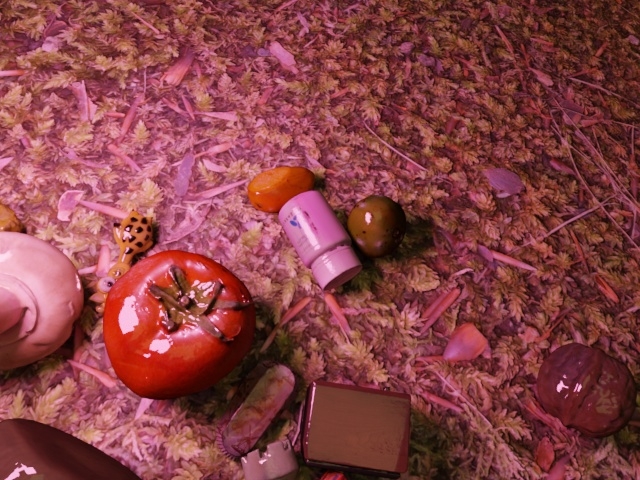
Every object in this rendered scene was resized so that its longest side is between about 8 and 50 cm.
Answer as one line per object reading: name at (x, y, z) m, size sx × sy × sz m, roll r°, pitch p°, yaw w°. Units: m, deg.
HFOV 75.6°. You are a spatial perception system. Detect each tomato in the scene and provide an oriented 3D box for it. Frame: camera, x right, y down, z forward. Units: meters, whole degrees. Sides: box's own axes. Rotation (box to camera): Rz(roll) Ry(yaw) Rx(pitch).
tomato at (-0.322, 0.194, 0.967) m, size 0.340 × 0.273 × 0.342 m, roll 9°, pitch 54°, yaw -13°

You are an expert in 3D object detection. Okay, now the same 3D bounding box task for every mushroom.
mushroom at (-0.736, 0.132, 0.916) m, size 0.314 × 0.356 × 0.316 m, roll -6°, pitch 76°, yaw 25°

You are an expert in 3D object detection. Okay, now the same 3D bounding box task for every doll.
doll at (-0.521, 0.054, 1.101) m, size 0.117 × 0.086 × 0.291 m, roll 23°, pitch 63°, yaw -29°

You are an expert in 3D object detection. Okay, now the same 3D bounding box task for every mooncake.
mooncake at (-0.500, 0.496, 0.761) m, size 0.356 × 0.356 × 0.194 m, roll 27°, pitch 64°, yaw 6°

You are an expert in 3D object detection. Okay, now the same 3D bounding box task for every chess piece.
chess piece at (-0.072, 0.593, 0.868) m, size 0.194 × 0.195 × 0.299 m, roll -16°, pitch 60°, yaw -13°

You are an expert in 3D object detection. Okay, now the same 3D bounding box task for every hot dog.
hot dog at (-0.153, 0.405, 0.999) m, size 0.131 × 0.069 × 0.253 m, roll 38°, pitch 70°, yaw 1°

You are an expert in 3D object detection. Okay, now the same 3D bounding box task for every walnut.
walnut at (0.659, 0.374, 1.034) m, size 0.223 × 0.224 × 0.225 m, roll 2°, pitch 66°, yaw -5°

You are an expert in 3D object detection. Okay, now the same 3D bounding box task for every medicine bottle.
medicine bottle at (0.000, 0.000, 1.148) m, size 0.151 × 0.152 × 0.255 m, roll -24°, pitch 71°, yaw -16°

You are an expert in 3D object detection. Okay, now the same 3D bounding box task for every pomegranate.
pomegranate at (0.142, -0.051, 1.190) m, size 0.180 × 0.180 × 0.209 m, roll -40°, pitch 45°, yaw -20°

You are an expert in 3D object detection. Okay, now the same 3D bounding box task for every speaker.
speaker at (0.076, 0.431, 0.962) m, size 0.230 × 0.153 × 0.193 m, roll 9°, pitch 66°, yaw -2°

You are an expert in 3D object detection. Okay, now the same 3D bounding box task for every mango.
mango at (-0.111, -0.155, 1.235) m, size 0.217 × 0.102 × 0.141 m, roll -28°, pitch 48°, yaw -20°

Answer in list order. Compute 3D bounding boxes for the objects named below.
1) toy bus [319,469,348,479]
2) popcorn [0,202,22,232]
toy bus at (0.069, 0.594, 0.902) m, size 0.192 × 0.077 × 0.065 m, roll 53°, pitch 52°, yaw -5°
popcorn at (-0.902, -0.012, 1.034) m, size 0.255 × 0.195 × 0.256 m, roll 46°, pitch 50°, yaw 8°
